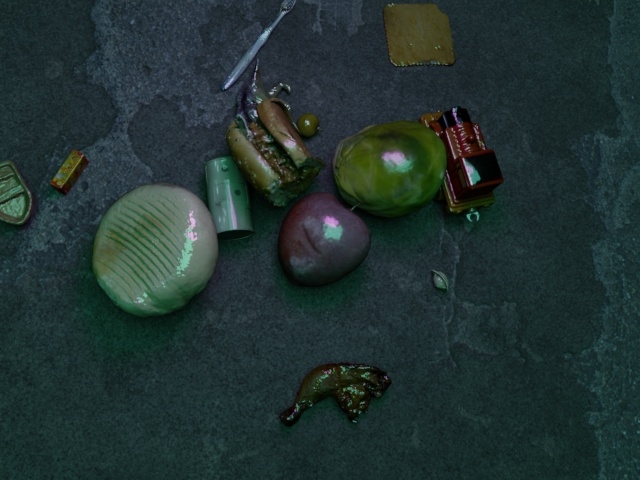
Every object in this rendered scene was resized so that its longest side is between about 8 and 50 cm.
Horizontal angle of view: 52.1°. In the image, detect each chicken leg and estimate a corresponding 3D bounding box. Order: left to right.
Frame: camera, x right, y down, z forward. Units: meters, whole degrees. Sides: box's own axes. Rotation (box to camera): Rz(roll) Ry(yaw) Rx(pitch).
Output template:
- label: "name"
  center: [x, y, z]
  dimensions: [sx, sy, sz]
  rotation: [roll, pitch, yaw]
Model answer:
- label: "chicken leg"
  center: [0.042, 0.427, 1.834]
  dimensions: [0.323, 0.083, 0.177]
  rotation: [0, 91, -12]

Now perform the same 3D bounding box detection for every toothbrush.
- label: "toothbrush"
  center: [-0.195, -0.631, 2.082]
  dimensions: [0.035, 0.042, 0.413]
  rotation: [33, 75, 0]

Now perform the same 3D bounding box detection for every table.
- label: "table"
  center: [-0.265, -0.119, 1.894]
  dimensions: [0.127, 0.126, 0.219]
  rotation: [-5, 78, -11]

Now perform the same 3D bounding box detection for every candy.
- label: "candy"
  center: [-0.716, -0.195, 1.871]
  dimensions: [0.038, 0.062, 0.121]
  rotation: [28, 74, 0]

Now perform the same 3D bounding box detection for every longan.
- label: "longan"
  center: [-0.033, -0.353, 2.020]
  dimensions: [0.083, 0.075, 0.075]
  rotation: [25, 73, -6]

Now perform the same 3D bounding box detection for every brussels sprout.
- label: "brussels sprout"
  center: [0.203, -0.207, 1.915]
  dimensions: [0.344, 0.344, 0.268]
  rotation: [-26, 114, -14]

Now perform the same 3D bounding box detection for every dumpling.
- label: "dumpling"
  center: [0.363, 0.119, 1.970]
  dimensions: [0.043, 0.059, 0.077]
  rotation: [-11, 74, -1]

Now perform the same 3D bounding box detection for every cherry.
- label: "cherry"
  center: [0.000, 0.000, 1.862]
  dimensions: [0.261, 0.221, 0.307]
  rotation: [42, 97, 24]

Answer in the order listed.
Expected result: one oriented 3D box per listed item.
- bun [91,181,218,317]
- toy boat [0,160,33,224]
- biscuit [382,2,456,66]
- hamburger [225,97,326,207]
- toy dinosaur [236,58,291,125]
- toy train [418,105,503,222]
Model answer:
- label: "bun"
  center: [-0.431, 0.028, 1.776]
  dimensions: [0.366, 0.219, 0.364]
  rotation: [-4, 74, 15]
- label: "toy boat"
  center: [-0.868, -0.119, 1.828]
  dimensions: [0.116, 0.061, 0.188]
  rotation: [-28, 82, -16]
- label: "biscuit"
  center: [0.330, -0.691, 2.194]
  dimensions: [0.232, 0.013, 0.236]
  rotation: [-4, 77, -10]
- label: "hamburger"
  center: [-0.128, -0.254, 1.847]
  dimensions: [0.195, 0.318, 0.276]
  rotation: [-38, 79, 10]
- label: "toy dinosaur"
  center: [-0.181, -0.398, 2.003]
  dimensions: [0.162, 0.077, 0.293]
  rotation: [14, 76, -13]
- label: "toy train"
  center: [0.427, -0.238, 1.983]
  dimensions: [0.163, 0.231, 0.368]
  rotation: [-13, 79, -15]
